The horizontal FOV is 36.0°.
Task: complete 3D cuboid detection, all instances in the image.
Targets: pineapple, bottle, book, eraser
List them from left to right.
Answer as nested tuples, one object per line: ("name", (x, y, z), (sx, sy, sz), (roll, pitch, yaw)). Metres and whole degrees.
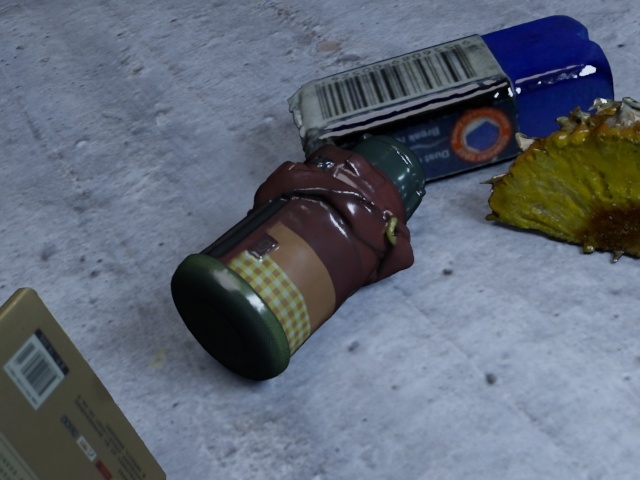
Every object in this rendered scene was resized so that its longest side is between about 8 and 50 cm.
("book", (-0.245, 0.213, 0.678), (0.021, 0.217, 0.310), (0, 40, 37))
("bottle", (0.000, 0.000, 0.913), (0.156, 0.143, 0.271), (41, 59, 11))
("eraser", (0.136, -0.146, 1.076), (0.332, 0.102, 0.155), (-15, 36, 2))
("pineapple", (0.317, -0.078, 0.872), (0.334, 0.161, 0.158), (18, 47, 41))
